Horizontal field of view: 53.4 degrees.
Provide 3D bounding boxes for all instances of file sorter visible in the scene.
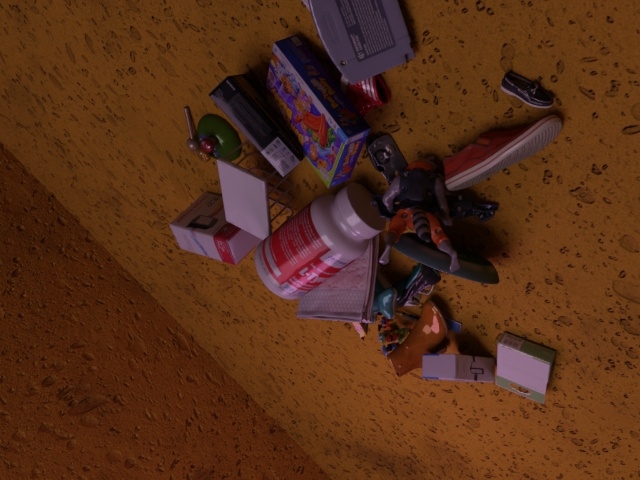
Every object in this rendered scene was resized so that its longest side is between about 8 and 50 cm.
[{"bbox_3d":[-0.205,-0.174,2.127,0.193,0.173,0.277,26,143,22],"label":"file sorter"}]

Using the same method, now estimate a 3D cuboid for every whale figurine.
[{"bbox_3d":[0.155,0.176,2.111,0.272,0.141,0.216,-148,59,-64],"label":"whale figurine"}]

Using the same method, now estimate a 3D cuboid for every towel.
[{"bbox_3d":[0.051,0.111,2.121,0.053,0.316,0.332,16,166,-42],"label":"towel"}]

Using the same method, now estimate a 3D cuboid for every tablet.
[{"bbox_3d":[0.437,0.282,2.155,0.083,0.006,0.054,23,142,26],"label":"tablet"}]

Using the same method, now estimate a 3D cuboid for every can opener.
[{"bbox_3d":[0.221,-0.178,1.820,0.283,0.076,0.095,56,175,-22],"label":"can opener"}]

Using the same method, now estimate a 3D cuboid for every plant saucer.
[{"bbox_3d":[0.351,0.040,1.773,0.318,0.318,0.043,24,102,24],"label":"plant saucer"}]

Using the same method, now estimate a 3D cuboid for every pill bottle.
[{"bbox_3d":[0.000,0.000,1.994,0.408,0.229,0.229,-37,101,32],"label":"pill bottle"}]

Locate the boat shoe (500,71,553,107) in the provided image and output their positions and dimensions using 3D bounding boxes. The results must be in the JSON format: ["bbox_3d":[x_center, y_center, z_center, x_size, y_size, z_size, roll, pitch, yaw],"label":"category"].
[{"bbox_3d":[0.462,-0.336,1.415,0.125,0.046,0.038,35,151,24],"label":"boat shoe"}]

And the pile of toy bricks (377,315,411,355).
[{"bbox_3d":[0.271,0.335,2.268,0.212,0.105,0.118,85,168,-58],"label":"pile of toy bricks"}]

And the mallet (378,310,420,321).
[{"bbox_3d":[0.286,0.250,2.249,0.190,0.062,0.039,12,139,15],"label":"mallet"}]

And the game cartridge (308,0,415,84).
[{"bbox_3d":[0.083,-0.524,1.468,0.198,0.062,0.297,-19,120,10],"label":"game cartridge"}]

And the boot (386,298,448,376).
[{"bbox_3d":[0.319,0.342,2.146,0.104,0.211,0.295,52,164,46],"label":"boot"}]

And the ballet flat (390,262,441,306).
[{"bbox_3d":[0.302,0.165,2.086,0.096,0.095,0.280,29,147,-7],"label":"ballet flat"}]

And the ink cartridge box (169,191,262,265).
[{"bbox_3d":[-0.374,-0.050,2.385,0.306,0.226,0.131,15,137,32],"label":"ink cartridge box"}]

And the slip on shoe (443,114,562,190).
[{"bbox_3d":[0.421,-0.223,1.526,0.331,0.123,0.101,-28,74,49],"label":"slip on shoe"}]

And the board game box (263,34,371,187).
[{"bbox_3d":[-0.020,-0.346,1.725,0.347,0.078,0.233,55,154,18],"label":"board game box"}]

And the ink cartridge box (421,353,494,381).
[{"bbox_3d":[0.463,0.428,2.129,0.203,0.085,0.148,12,164,-36],"label":"ink cartridge box"}]

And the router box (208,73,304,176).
[{"bbox_3d":[-0.168,-0.342,1.857,0.081,0.243,0.309,-40,100,14],"label":"router box"}]

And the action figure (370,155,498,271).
[{"bbox_3d":[0.299,-0.084,1.648,0.342,0.330,0.178,-1,145,6],"label":"action figure"}]

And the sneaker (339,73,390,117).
[{"bbox_3d":[0.114,-0.351,1.700,0.128,0.087,0.221,26,144,23],"label":"sneaker"}]

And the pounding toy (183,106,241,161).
[{"bbox_3d":[-0.397,-0.337,2.192,0.237,0.110,0.183,23,142,24],"label":"pounding toy"}]

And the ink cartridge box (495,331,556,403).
[{"bbox_3d":[0.655,0.412,2.043,0.171,0.056,0.235,19,143,30],"label":"ink cartridge box"}]

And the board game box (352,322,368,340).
[{"bbox_3d":[0.118,0.234,2.310,0.039,0.124,0.259,-16,119,19],"label":"board game box"}]

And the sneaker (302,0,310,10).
[{"bbox_3d":[0.000,-0.611,1.534,0.305,0.114,0.152,57,166,-26],"label":"sneaker"}]
